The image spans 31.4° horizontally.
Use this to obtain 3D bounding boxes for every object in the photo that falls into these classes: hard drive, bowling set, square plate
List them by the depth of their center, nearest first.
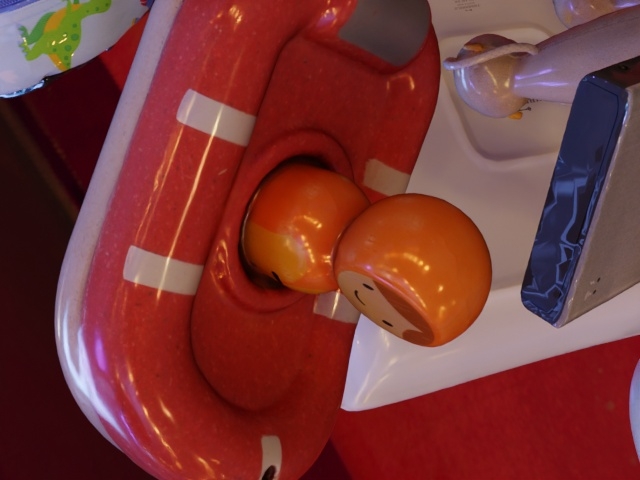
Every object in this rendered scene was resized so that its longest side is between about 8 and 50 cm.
[{"bbox_3d":[0.133,-0.031,0.424,0.135,0.022,0.094,-22,134,-39],"label":"hard drive"},{"bbox_3d":[0.154,-0.144,0.595,0.154,0.199,0.287,-2,144,34],"label":"bowling set"},{"bbox_3d":[0.119,-0.088,0.768,0.347,0.049,0.344,-11,70,-22],"label":"square plate"}]

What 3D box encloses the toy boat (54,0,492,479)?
[{"bbox_3d":[0.000,0.000,0.456,0.151,0.151,0.231,13,99,-52],"label":"toy boat"}]

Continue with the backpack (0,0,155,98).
[{"bbox_3d":[-0.235,-0.208,0.681,0.356,0.290,0.273,26,142,25],"label":"backpack"}]

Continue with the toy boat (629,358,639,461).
[{"bbox_3d":[0.305,0.101,0.897,0.148,0.267,0.318,-26,98,19],"label":"toy boat"}]
